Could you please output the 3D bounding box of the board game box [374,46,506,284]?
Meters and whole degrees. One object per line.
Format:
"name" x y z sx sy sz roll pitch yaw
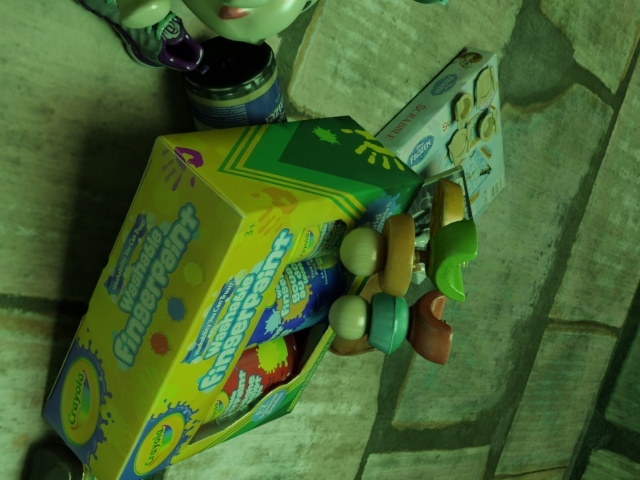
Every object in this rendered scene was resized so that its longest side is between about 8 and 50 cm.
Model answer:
"board game box" 0.226 -0.137 1.989 0.318 0.066 0.318 -45 141 -32

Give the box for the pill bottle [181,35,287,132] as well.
"pill bottle" -0.105 -0.154 1.443 0.123 0.122 0.219 -47 146 -30

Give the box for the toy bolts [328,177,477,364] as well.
"toy bolts" 0.095 0.035 1.400 0.218 0.158 0.229 -90 -174 -54

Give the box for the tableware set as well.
"tableware set" 0.275 -0.221 1.932 0.168 0.020 0.141 -41 138 -36

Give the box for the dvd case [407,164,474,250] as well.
"dvd case" 0.157 -0.028 1.883 0.221 0.018 0.165 -23 133 -4

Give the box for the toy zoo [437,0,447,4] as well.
"toy zoo" 0.204 -0.520 1.761 0.192 0.030 0.293 -40 141 -41

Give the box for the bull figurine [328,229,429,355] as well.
"bull figurine" 0.098 0.065 1.851 0.188 0.101 0.310 0 124 -23

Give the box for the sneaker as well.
"sneaker" -0.207 -0.274 1.255 0.083 0.098 0.224 -61 147 -12

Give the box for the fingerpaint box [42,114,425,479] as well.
"fingerpaint box" -0.110 0.074 1.407 0.371 0.163 0.445 -13 139 -52

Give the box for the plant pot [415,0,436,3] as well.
"plant pot" 0.138 -0.474 1.506 0.247 0.247 0.252 -53 171 -17

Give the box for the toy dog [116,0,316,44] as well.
"toy dog" -0.133 -0.391 1.170 0.408 0.284 0.395 53 26 -46

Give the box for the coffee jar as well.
"coffee jar" -0.309 0.314 1.454 0.184 0.079 0.096 7 105 -57
